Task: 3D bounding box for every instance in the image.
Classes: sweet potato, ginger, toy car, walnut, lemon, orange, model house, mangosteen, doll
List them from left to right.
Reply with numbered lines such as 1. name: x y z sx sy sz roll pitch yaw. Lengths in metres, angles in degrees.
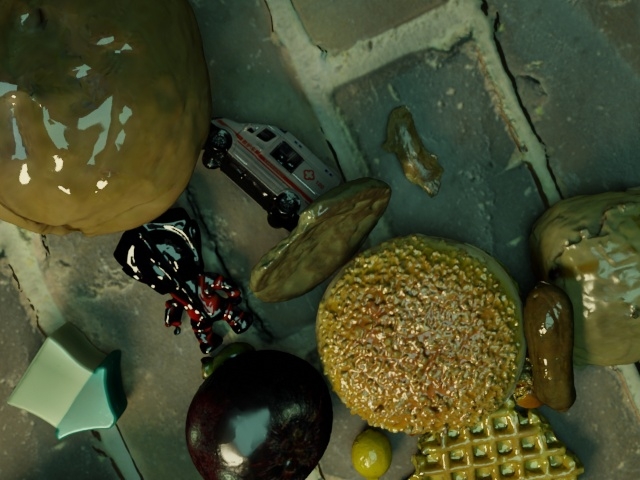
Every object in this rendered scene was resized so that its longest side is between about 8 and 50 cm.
1. walnut: -0.314 -0.189 1.150 0.383 0.383 0.384 0 98 0
2. model house: -0.349 0.212 1.317 0.149 0.100 0.127 34 97 -2
3. doll: -0.204 0.046 1.308 0.127 0.088 0.249 -44 106 -15
4. mangosteen: -0.096 0.255 1.282 0.216 0.216 0.216 0 98 0
5. toy car: -0.074 -0.107 1.274 0.209 0.089 0.108 41 72 0
6. lemon: 0.076 0.319 1.350 0.062 0.062 0.083 -4 98 1
7. ginger: 0.132 -0.124 1.301 0.057 0.044 0.137 -28 91 33
8. orange: 0.303 0.203 1.330 0.062 0.086 0.086 -22 100 46
9. sweet potato: 0.318 0.160 1.237 0.062 0.081 0.233 6 126 32

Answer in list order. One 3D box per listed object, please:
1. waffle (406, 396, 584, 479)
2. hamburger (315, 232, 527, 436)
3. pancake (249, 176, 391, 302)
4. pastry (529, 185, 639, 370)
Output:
1. waffle: 0.255 0.353 1.362 0.254 0.052 0.245 38 97 -5
2. hamburger: 0.139 0.127 1.268 0.302 0.170 0.302 0 98 0
3. pancake: -0.001 -0.001 1.247 0.042 0.222 0.236 48 129 20
4. pastry: 0.426 0.060 1.262 0.236 0.170 0.256 -12 103 4
